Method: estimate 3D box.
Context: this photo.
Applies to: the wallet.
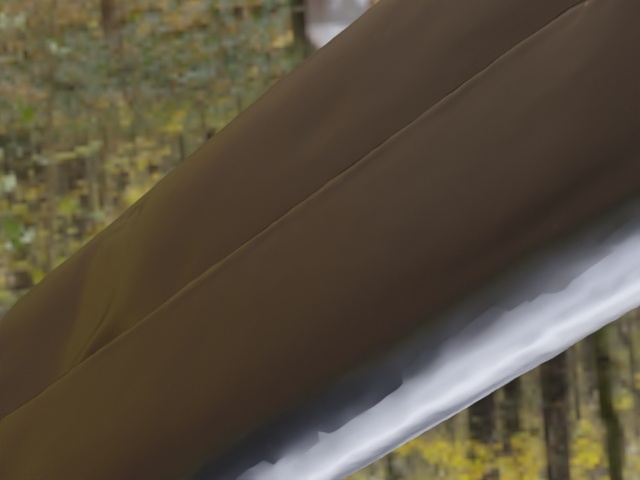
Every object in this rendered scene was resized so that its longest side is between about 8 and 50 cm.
[{"bbox_3d":[-0.001,-0.001,0.518,0.406,0.062,0.228,-36,-157,32],"label":"wallet"}]
